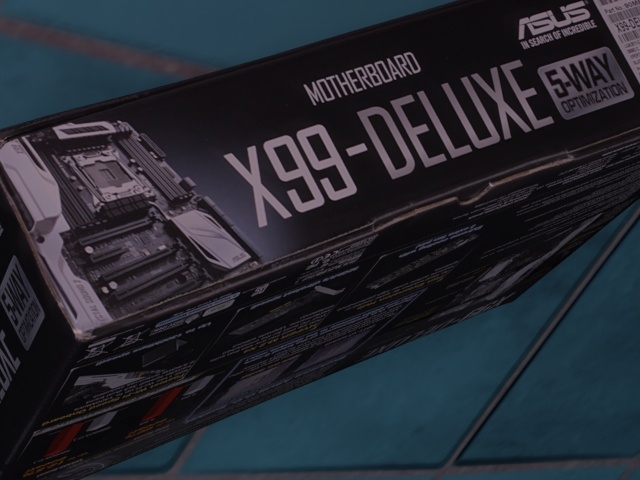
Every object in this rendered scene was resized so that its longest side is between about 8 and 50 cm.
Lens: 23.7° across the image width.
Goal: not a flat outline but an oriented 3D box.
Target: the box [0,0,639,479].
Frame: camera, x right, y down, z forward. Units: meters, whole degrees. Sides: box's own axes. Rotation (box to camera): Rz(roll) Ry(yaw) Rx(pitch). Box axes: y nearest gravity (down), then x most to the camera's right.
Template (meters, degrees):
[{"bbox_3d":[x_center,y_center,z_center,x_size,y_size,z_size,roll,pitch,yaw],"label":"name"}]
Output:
[{"bbox_3d":[0.000,0.000,0.626,0.307,0.076,0.242,-20,166,-27],"label":"box"}]
